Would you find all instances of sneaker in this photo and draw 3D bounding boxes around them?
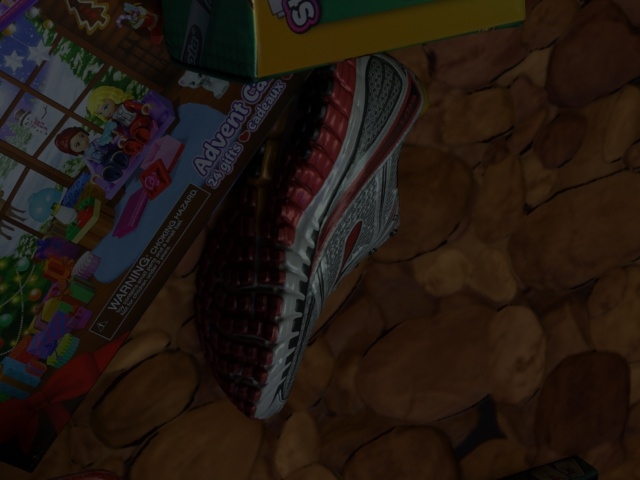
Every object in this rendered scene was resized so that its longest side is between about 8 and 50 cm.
[{"bbox_3d":[0.000,0.000,0.953,0.093,0.088,0.225,7,111,-35],"label":"sneaker"}]

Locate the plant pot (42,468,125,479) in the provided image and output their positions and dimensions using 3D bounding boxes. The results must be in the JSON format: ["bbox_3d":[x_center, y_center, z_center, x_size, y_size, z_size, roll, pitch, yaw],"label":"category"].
[{"bbox_3d":[-0.222,0.290,0.843,0.267,0.267,0.236,-9,163,-30],"label":"plant pot"}]

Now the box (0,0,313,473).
[{"bbox_3d":[-0.148,-0.043,0.858,0.201,0.057,0.293,30,97,-38],"label":"box"}]

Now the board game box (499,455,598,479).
[{"bbox_3d":[0.070,0.238,1.164,0.260,0.030,0.136,-12,123,-25],"label":"board game box"}]

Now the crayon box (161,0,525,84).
[{"bbox_3d":[0.006,-0.224,0.794,0.165,0.081,0.278,-16,112,-33],"label":"crayon box"}]
